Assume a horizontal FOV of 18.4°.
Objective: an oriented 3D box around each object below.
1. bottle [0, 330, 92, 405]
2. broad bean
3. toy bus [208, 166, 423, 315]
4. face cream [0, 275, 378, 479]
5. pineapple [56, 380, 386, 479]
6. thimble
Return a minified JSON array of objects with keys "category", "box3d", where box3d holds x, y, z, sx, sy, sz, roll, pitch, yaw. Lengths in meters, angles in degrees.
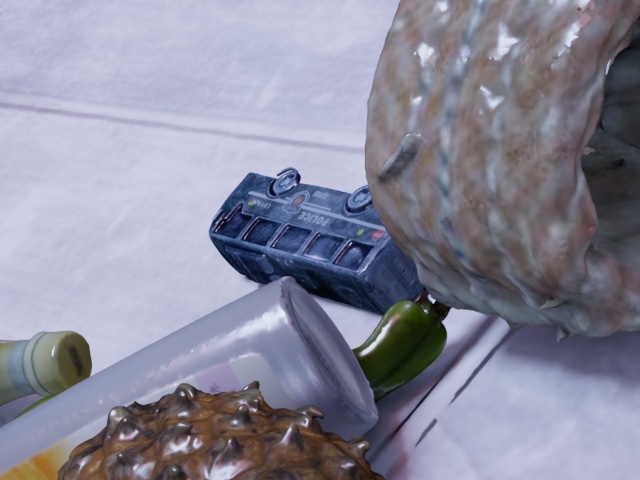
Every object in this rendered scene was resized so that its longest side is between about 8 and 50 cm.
[{"category":"bottle","box3d":[-0.257,0.090,1.242,0.270,0.083,0.083,-12,36,31]},{"category":"broad bean","box3d":[-0.054,0.081,1.071,0.318,0.056,0.098,-27,46,13]},{"category":"toy bus","box3d":[0.000,0.000,1.151,0.065,0.047,0.166,-50,33,-19]},{"category":"face cream","box3d":[-0.104,0.122,1.007,0.269,0.107,0.073,-31,6,15]},{"category":"pineapple","box3d":[0.019,0.166,0.786,0.165,0.165,0.364,-44,33,-17]},{"category":"thimble","box3d":[0.139,-0.073,0.963,0.229,0.196,0.148,-47,32,-22]}]
